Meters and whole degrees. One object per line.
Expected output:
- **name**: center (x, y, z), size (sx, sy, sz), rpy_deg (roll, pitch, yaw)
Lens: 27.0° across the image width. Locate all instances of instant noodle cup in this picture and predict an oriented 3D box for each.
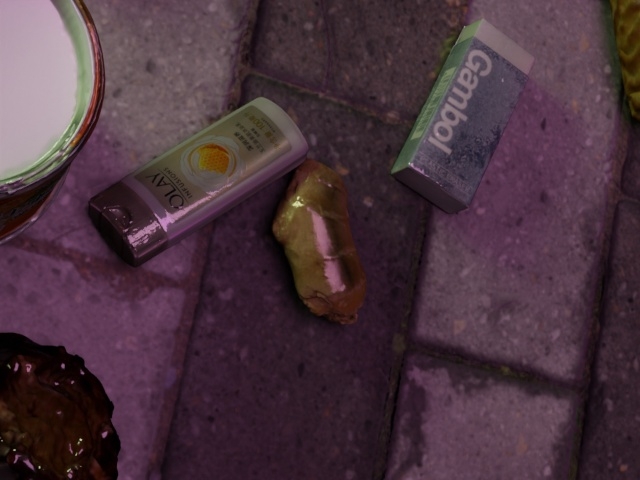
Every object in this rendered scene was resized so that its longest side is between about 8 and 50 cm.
- **instant noodle cup**: center (-0.331, -0.138, 1.195), size (0.296, 0.214, 0.296), rpy_deg (4, 81, -24)

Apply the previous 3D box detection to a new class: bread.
- **bread**: center (0.449, -0.249, 1.647), size (0.181, 0.096, 0.222), rpy_deg (-7, 84, -26)

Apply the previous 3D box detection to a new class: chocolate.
- **chocolate**: center (-0.266, 0.183, 1.205), size (0.224, 0.177, 0.206), rpy_deg (29, 72, -21)

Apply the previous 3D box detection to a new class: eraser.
- **eraser**: center (0.165, -0.143, 1.525), size (0.092, 0.046, 0.212), rpy_deg (32, 71, -18)

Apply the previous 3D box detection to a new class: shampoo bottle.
- **shampoo bottle**: center (-0.123, -0.063, 1.367), size (0.227, 0.056, 0.086), rpy_deg (-33, 70, -25)

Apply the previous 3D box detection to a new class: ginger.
- **ginger**: center (0.000, 0.000, 1.415), size (0.095, 0.069, 0.190), rpy_deg (-14, 87, -57)
